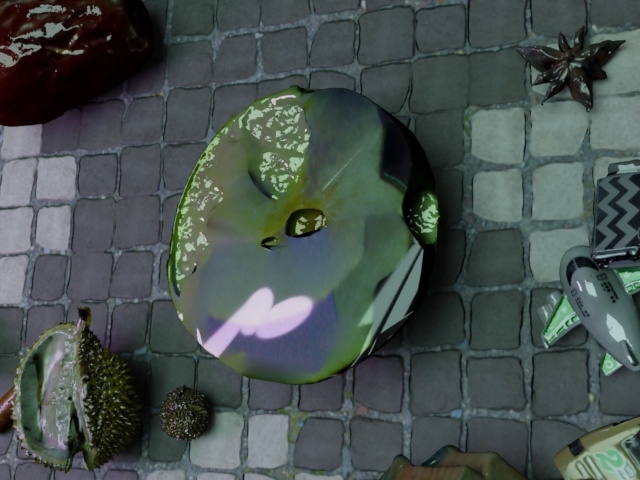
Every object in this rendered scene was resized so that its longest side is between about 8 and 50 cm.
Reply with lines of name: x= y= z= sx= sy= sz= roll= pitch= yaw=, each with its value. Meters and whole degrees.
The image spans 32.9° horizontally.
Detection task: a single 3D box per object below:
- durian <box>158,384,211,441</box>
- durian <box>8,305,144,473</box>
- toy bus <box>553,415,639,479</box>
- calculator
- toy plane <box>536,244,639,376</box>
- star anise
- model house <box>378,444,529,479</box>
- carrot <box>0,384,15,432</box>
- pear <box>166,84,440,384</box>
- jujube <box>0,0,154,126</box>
durian: x=-0.198 y=0.253 z=1.562 sx=0.091 sy=0.080 sz=0.080 roll=-42 pitch=64 yaw=31
durian: x=-0.345 y=0.219 z=1.601 sx=0.193 sy=0.138 sz=0.237 roll=11 pitch=88 yaw=31
toy bus: x=0.422 y=0.350 z=1.178 sx=0.202 sy=0.177 sz=0.365 roll=-38 pitch=69 yaw=12
calculator: x=0.461 y=-0.044 z=1.287 sx=0.274 sy=0.028 sz=0.165 roll=-6 pitch=46 yaw=26
toy plane: x=0.347 y=0.082 z=1.321 sx=0.174 sy=0.080 sz=0.174 roll=-7 pitch=76 yaw=27
star anise: x=0.314 y=-0.231 z=1.413 sx=0.129 sy=0.056 sz=0.124 roll=24 pitch=79 yaw=25
model house: x=0.121 y=0.420 z=1.293 sx=0.280 sy=0.245 sz=0.312 roll=-19 pitch=39 yaw=54
carrot: x=-0.486 y=0.259 z=1.714 sx=0.139 sy=0.048 sz=0.048 roll=-45 pitch=64 yaw=12
pear: x=-0.002 y=0.000 z=1.461 sx=0.399 sy=0.165 sz=0.398 roll=-6 pitch=77 yaw=25
jujube: x=-0.423 y=-0.298 z=1.701 sx=0.318 sy=0.223 sz=0.223 roll=-18 pitch=72 yaw=14
